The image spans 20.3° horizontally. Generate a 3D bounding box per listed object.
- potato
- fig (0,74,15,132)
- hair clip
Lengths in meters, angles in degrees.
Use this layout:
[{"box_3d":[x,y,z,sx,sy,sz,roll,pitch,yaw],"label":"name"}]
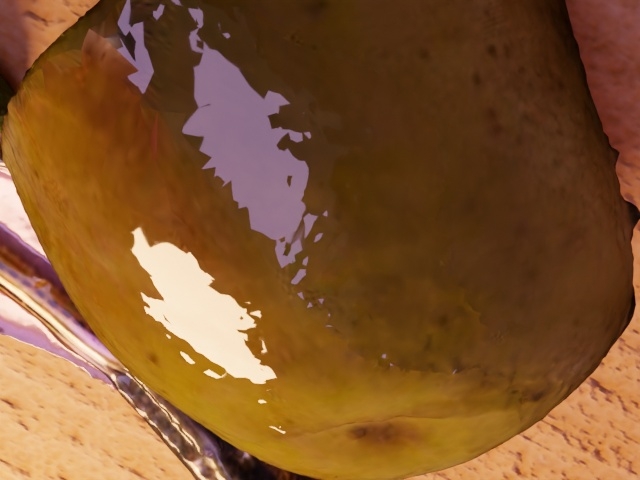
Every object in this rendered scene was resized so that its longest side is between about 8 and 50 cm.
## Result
[{"box_3d":[0.000,0.000,0.861,0.330,0.213,0.280,-33,92,27],"label":"potato"},{"box_3d":[-0.237,-0.086,0.955,0.156,0.123,0.123,-6,137,-38],"label":"fig"},{"box_3d":[-0.128,0.054,1.063,0.359,0.095,0.110,44,153,-13],"label":"hair clip"}]
